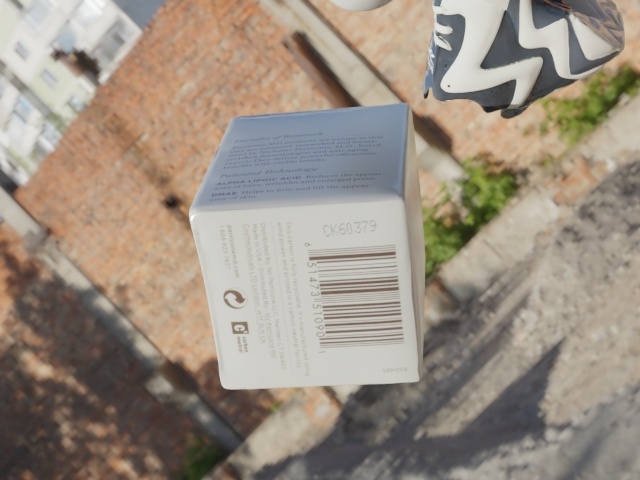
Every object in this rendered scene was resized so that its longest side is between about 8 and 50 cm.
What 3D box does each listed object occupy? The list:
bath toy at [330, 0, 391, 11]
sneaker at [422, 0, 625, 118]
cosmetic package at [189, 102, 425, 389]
[{"bbox_3d":[-0.108,-0.199,0.612,0.129,0.348,0.151,180,94,-67],"label":"bath toy"},{"bbox_3d":[0.099,-0.177,0.899,0.153,0.235,0.094,-43,28,39],"label":"sneaker"},{"bbox_3d":[0.000,0.000,0.895,0.151,0.151,0.184,-3,26,7],"label":"cosmetic package"}]
